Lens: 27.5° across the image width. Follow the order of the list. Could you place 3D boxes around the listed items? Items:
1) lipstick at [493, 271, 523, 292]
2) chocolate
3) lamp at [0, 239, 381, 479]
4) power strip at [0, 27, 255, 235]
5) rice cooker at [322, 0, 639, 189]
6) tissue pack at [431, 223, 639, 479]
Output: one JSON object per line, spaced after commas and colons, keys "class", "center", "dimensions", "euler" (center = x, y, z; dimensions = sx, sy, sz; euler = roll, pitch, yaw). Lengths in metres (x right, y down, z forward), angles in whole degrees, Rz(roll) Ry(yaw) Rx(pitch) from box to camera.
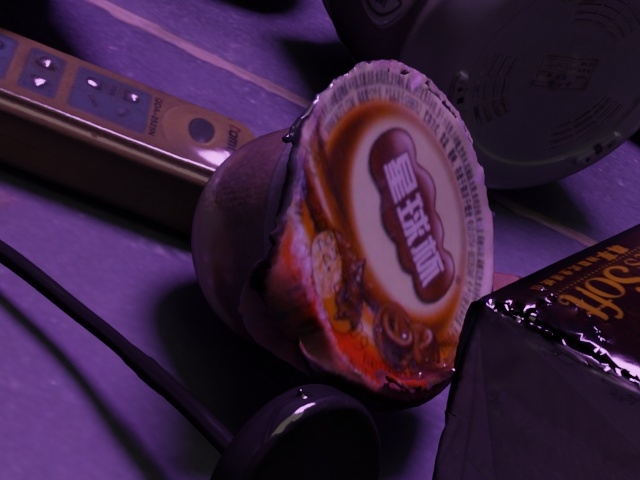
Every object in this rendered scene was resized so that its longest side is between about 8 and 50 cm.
{"class": "lipstick", "center": [0.084, 0.044, 0.907], "dimensions": [0.145, 0.045, 0.045], "euler": [8, 37, -32]}
{"class": "chocolate", "center": [-0.005, 0.007, 0.781], "dimensions": [0.221, 0.147, 0.221], "euler": [17, 68, -50]}
{"class": "lamp", "center": [-0.115, 0.022, 0.694], "dimensions": [0.130, 0.108, 0.371], "euler": [-12, 50, -46]}
{"class": "power strip", "center": [-0.189, -0.090, 0.852], "dimensions": [0.387, 0.066, 0.092], "euler": [22, 32, -15]}
{"class": "rice cooker", "center": [0.153, -0.218, 1.136], "dimensions": [0.288, 0.288, 0.277], "euler": [9, 37, -32]}
{"class": "tissue pack", "center": [0.240, 0.105, 0.753], "dimensions": [0.210, 0.198, 0.370], "euler": [33, 34, 30]}
